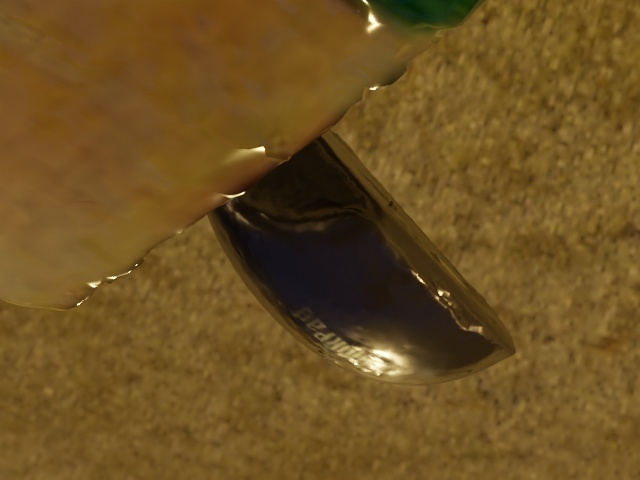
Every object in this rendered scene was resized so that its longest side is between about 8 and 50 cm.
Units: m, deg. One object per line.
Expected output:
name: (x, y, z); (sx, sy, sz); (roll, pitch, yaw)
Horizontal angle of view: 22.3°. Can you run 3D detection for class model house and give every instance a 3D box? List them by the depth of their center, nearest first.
model house: (-0.117, -0.238, 0.665); (0.342, 0.382, 0.334); (34, 140, -21)

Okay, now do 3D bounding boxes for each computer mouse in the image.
computer mouse: (0.000, 0.000, 0.966); (0.170, 0.100, 0.269); (45, -176, -43)
